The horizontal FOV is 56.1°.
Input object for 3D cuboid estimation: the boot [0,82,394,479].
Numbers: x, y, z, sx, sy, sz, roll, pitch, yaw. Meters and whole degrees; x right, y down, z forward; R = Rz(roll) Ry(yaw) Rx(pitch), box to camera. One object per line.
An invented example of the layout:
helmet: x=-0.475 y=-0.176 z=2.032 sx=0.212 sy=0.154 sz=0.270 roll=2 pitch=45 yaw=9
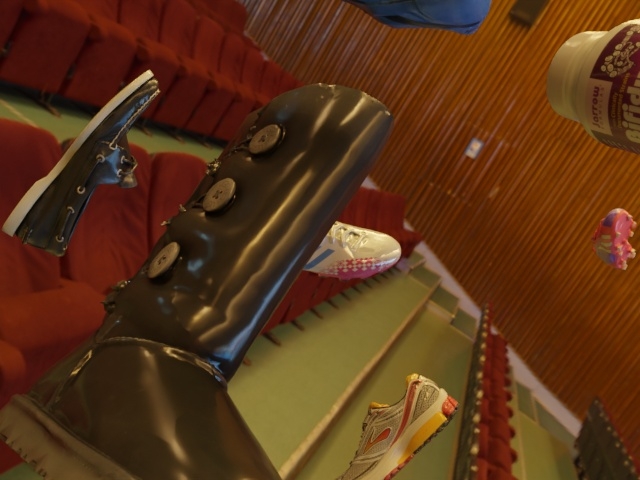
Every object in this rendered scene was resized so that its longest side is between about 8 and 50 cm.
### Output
boot: x=-0.046 y=0.040 z=0.537 sx=0.367 sy=0.445 sz=0.146 roll=10 pitch=-38 yaw=40

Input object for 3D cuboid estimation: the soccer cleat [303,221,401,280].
soccer cleat: x=0.000 y=0.000 z=1.210 sx=0.332 sy=0.143 sz=0.116 roll=-1 pitch=40 yaw=0

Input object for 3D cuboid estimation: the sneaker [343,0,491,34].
sneaker: x=0.035 y=-0.211 z=0.494 sx=0.210 sy=0.069 sz=0.082 roll=18 pitch=-19 yaw=16

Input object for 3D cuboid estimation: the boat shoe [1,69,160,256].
boat shoe: x=-0.344 y=-0.109 z=0.937 sx=0.113 sy=0.340 sz=0.127 roll=41 pitch=3 yaw=-17

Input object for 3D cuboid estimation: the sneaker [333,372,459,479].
sneaker: x=0.091 y=0.284 z=0.860 sx=0.093 sy=0.225 sz=0.088 roll=45 pitch=1 yaw=22

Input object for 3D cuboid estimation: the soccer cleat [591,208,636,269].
soccer cleat: x=0.653 y=-0.007 z=1.362 sx=0.095 sy=0.083 sz=0.248 roll=31 pitch=-5 yaw=37

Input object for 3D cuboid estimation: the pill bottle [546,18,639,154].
pill bottle: x=0.436 y=-0.186 z=0.752 sx=0.169 sy=0.169 sz=0.301 roll=25 pitch=9 yaw=-31
